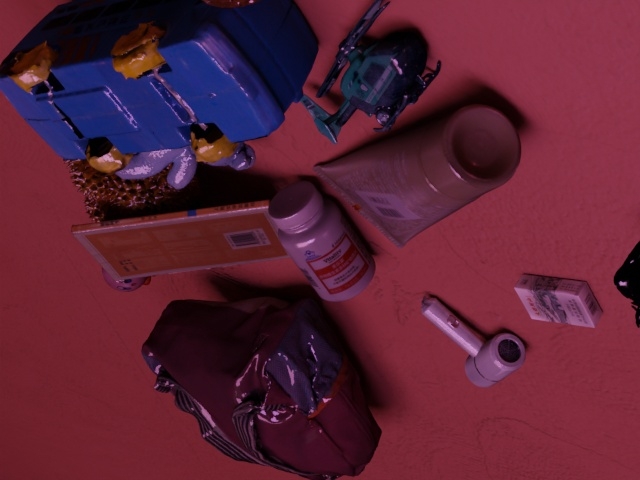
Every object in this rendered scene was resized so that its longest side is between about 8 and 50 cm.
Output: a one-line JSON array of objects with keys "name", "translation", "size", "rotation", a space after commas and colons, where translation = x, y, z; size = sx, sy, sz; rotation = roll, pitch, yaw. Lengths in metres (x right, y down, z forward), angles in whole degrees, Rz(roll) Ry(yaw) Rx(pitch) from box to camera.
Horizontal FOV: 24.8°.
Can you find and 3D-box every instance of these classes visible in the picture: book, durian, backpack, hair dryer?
[{"name": "book", "translation": [-0.161, 0.001, 1.769], "size": [0.241, 0.018, 0.170], "rotation": [-7, 158, 8]}, {"name": "durian", "translation": [-0.229, -0.076, 1.777], "size": [0.168, 0.137, 0.158], "rotation": [14, 160, 9]}, {"name": "backpack", "translation": [-0.062, 0.217, 1.983], "size": [0.283, 0.197, 0.317], "rotation": [3, 141, 43]}, {"name": "hair dryer", "translation": [0.174, 0.112, 1.724], "size": [0.137, 0.047, 0.082], "rotation": [42, 152, 2]}]

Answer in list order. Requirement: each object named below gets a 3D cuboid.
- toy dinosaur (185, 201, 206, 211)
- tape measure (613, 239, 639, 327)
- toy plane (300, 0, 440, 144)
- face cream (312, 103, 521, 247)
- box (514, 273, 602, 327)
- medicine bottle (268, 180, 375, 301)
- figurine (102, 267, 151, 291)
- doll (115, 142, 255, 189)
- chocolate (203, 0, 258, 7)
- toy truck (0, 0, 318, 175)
[{"name": "toy dinosaur", "translation": [-0.195, -0.034, 1.887], "size": [0.154, 0.049, 0.055], "rotation": [9, 147, 31]}, {"name": "tape measure", "translation": [0.387, 0.051, 1.308], "size": [0.186, 0.112, 0.199], "rotation": [37, 154, -9]}, {"name": "toy plane", "translation": [0.044, -0.151, 1.420], "size": [0.096, 0.060, 0.235], "rotation": [43, 150, 1]}, {"name": "face cream", "translation": [0.095, -0.062, 1.499], "size": [0.137, 0.084, 0.341], "rotation": [41, 161, -9]}, {"name": "box", "translation": [0.256, 0.065, 1.569], "size": [0.083, 0.024, 0.054], "rotation": [7, 143, 43]}, {"name": "medicine bottle", "translation": [0.000, 0.000, 1.690], "size": [0.079, 0.079, 0.140], "rotation": [6, 141, 44]}, {"name": "figurine", "translation": [-0.278, 0.041, 2.083], "size": [0.083, 0.071, 0.067], "rotation": [113, 143, -55]}, {"name": "doll", "translation": [-0.162, -0.120, 1.665], "size": [0.180, 0.075, 0.120], "rotation": [-13, 116, 33]}, {"name": "chocolate", "translation": [-0.087, -0.268, 1.302], "size": [0.124, 0.127, 0.133], "rotation": [0, 143, 3]}, {"name": "toy truck", "translation": [-0.178, -0.180, 1.508], "size": [0.385, 0.162, 0.161], "rotation": [-2, 137, 48]}]
